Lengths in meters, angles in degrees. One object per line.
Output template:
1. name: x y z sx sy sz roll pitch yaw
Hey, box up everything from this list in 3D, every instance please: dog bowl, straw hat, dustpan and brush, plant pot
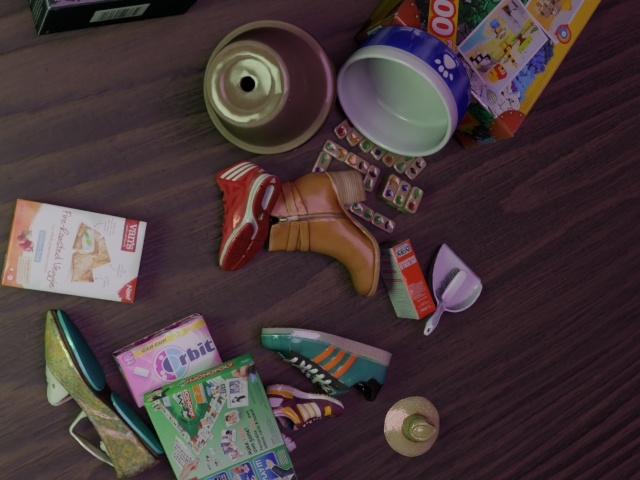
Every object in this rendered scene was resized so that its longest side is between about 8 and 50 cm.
1. dog bowl: 0.170 -0.304 1.586 0.265 0.265 0.104 44 60 -17
2. straw hat: 0.217 0.416 1.703 0.145 0.061 0.144 1 87 -24
3. dustpan and brush: 0.281 0.127 1.739 0.147 0.060 0.211 43 72 -17
4. plant pot: -0.113 -0.286 1.431 0.263 0.229 0.263 1 99 9

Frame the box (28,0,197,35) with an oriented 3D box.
1. box: -0.393 -0.554 1.391 0.296 0.183 0.294 -16 96 -25

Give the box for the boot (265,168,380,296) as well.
1. boot: 0.000 0.000 1.596 0.220 0.109 0.283 -14 102 -19

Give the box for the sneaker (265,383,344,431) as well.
1. sneaker: -0.036 0.352 1.574 0.186 0.069 0.083 19 63 -26

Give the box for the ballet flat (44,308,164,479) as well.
1. ballet flat: -0.422 0.290 1.399 0.123 0.123 0.348 -37 103 -21

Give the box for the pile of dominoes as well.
1. pile of dominoes: 0.113 -0.147 1.684 0.251 0.040 0.196 28 78 -21

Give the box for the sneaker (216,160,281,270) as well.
1. sneaker: -0.165 -0.057 1.546 0.087 0.128 0.221 10 114 -49

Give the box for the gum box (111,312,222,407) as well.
1. gum box: -0.288 0.225 1.481 0.188 0.062 0.107 -25 99 -23

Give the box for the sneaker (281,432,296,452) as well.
1. sneaker: -0.128 0.401 1.547 0.170 0.063 0.074 37 68 -24

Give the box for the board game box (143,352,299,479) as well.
1. board game box: -0.179 0.392 1.470 0.214 0.046 0.317 -20 110 -7

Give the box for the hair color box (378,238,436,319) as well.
1. hair color box: 0.180 0.084 1.678 0.053 0.093 0.167 -27 100 -23

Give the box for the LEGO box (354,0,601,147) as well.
1. LEGO box: 0.377 -0.522 1.729 0.372 0.193 0.500 40 74 -18

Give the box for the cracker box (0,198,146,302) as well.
1. cracker box: -0.449 0.022 1.413 0.232 0.067 0.155 10 85 -24

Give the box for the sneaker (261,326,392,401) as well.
1. sneaker: 0.010 0.256 1.589 0.302 0.108 0.121 18 77 -24
